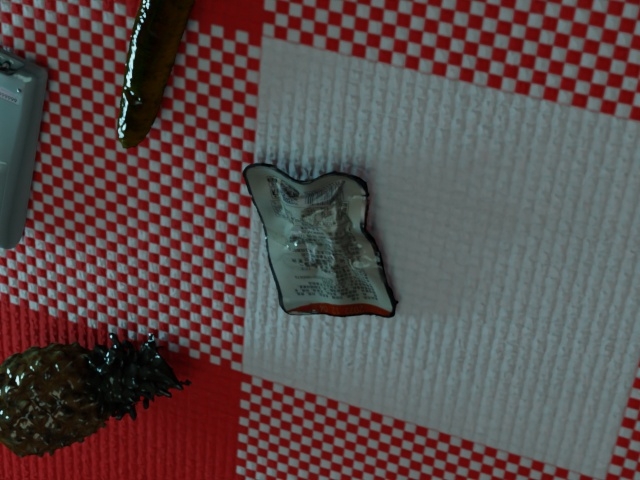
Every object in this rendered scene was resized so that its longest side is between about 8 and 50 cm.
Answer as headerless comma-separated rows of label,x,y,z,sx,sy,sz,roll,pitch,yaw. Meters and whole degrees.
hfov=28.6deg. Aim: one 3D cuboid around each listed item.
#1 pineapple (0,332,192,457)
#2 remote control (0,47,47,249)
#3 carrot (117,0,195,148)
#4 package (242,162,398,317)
pineapple,-0.316,0.200,1.727,0.278,0.158,0.158,-18,112,17
remote control,-0.424,-0.114,1.630,0.103,0.051,0.293,25,125,8
carrot,-0.189,-0.227,1.458,0.066,0.066,0.314,27,130,5
package,0.000,0.000,1.532,0.166,0.040,0.232,1,128,26
